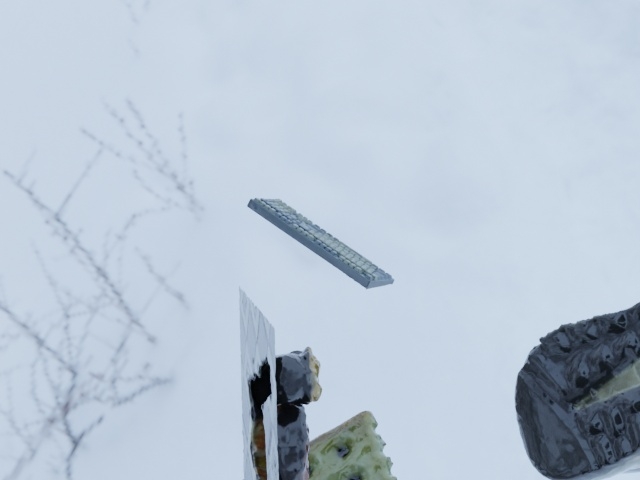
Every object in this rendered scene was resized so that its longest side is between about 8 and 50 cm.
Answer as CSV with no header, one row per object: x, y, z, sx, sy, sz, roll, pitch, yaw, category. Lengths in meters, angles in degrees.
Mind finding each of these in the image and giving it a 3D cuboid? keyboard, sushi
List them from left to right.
-0.018,0.092,0.617,0.120,0.026,0.126,-148,57,-76,sushi
0.000,0.001,1.386,0.176,0.055,0.014,35,109,28,keyboard

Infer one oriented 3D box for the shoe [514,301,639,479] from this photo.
0.298,0.068,0.847,0.336,0.171,0.132,-40,52,36,shoe

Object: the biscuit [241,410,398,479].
0.008,0.223,0.734,0.139,0.016,0.231,-32,53,15,biscuit
